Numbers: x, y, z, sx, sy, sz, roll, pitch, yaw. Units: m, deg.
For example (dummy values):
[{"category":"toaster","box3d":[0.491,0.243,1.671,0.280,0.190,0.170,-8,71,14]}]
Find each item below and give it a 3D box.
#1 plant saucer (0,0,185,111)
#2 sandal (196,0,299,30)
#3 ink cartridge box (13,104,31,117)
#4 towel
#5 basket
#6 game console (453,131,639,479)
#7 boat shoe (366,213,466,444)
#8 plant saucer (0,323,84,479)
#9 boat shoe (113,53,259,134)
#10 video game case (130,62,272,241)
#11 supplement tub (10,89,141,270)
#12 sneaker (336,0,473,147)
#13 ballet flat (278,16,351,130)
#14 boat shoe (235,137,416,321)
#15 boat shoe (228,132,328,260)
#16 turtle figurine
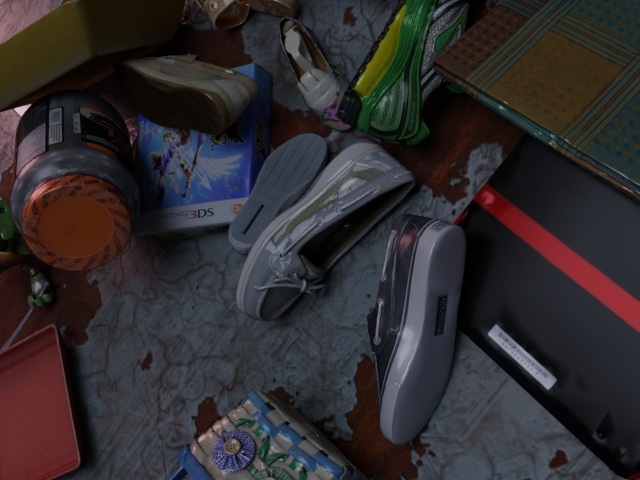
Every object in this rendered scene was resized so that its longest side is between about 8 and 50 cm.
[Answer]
[{"category":"plant saucer","box3d":[-0.414,-0.317,1.314,0.333,0.333,0.081,-20,102,26]},{"category":"sandal","box3d":[-0.154,-0.394,1.308,0.240,0.088,0.079,19,82,26]},{"category":"ink cartridge box","box3d":[-0.522,-0.297,1.531,0.179,0.045,0.145,-45,59,-8]},{"category":"towel","box3d":[0.360,-0.210,0.957,0.271,0.040,0.370,-41,57,-12]},{"category":"basket","box3d":[-0.101,0.364,1.032,0.255,0.201,0.289,34,86,30]},{"category":"game console","box3d":[0.345,0.040,0.953,0.386,0.060,0.342,44,107,30]},{"category":"boat shoe","box3d":[0.110,0.114,1.013,0.102,0.108,0.301,18,107,43]},{"category":"plant saucer","box3d":[-0.526,0.316,1.373,0.258,0.048,0.259,-27,67,21]},{"category":"boat shoe","box3d":[-0.222,-0.248,1.244,0.302,0.109,0.098,21,51,41]},{"category":"video game case","box3d":[-0.202,-0.143,1.292,0.244,0.061,0.269,-6,75,27]},{"category":"supplement tub","box3d":[-0.394,-0.100,1.239,0.193,0.193,0.316,-44,36,13]},{"category":"sneaker","box3d":[0.163,-0.287,1.104,0.146,0.134,0.343,31,87,-5]},{"category":"ballet flat","box3d":[-0.014,-0.265,1.204,0.077,0.079,0.221,-35,64,17]},{"category":"boat shoe","box3d":[0.002,0.000,1.114,0.320,0.118,0.103,-48,56,4]},{"category":"boat shoe","box3d":[-0.067,-0.067,1.182,0.083,0.076,0.226,33,69,16]},{"category":"turtle figurine","box3d":[-0.560,0.058,1.351,0.198,0.274,0.266,45,138,-10]}]
